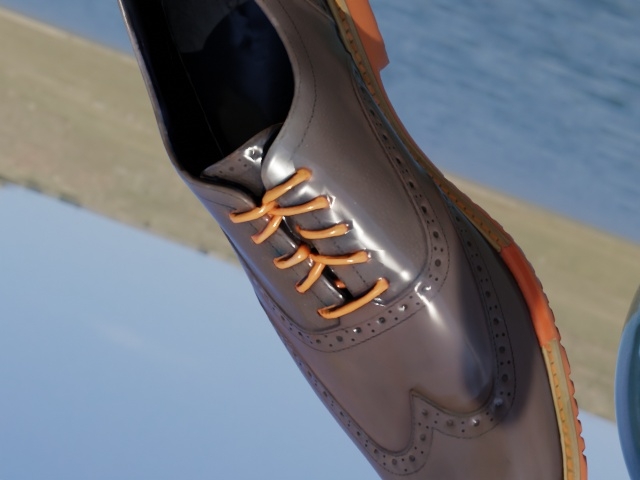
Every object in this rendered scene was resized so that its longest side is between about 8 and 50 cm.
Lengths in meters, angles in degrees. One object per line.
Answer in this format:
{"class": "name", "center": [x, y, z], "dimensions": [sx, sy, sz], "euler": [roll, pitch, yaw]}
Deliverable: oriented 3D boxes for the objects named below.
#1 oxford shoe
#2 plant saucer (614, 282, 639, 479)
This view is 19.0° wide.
{"class": "oxford shoe", "center": [0.000, 0.000, 0.671], "dimensions": [0.271, 0.097, 0.098], "euler": [60, -154, 10]}
{"class": "plant saucer", "center": [0.322, 0.103, 1.263], "dimensions": [0.317, 0.318, 0.043], "euler": [23, -168, 39]}
